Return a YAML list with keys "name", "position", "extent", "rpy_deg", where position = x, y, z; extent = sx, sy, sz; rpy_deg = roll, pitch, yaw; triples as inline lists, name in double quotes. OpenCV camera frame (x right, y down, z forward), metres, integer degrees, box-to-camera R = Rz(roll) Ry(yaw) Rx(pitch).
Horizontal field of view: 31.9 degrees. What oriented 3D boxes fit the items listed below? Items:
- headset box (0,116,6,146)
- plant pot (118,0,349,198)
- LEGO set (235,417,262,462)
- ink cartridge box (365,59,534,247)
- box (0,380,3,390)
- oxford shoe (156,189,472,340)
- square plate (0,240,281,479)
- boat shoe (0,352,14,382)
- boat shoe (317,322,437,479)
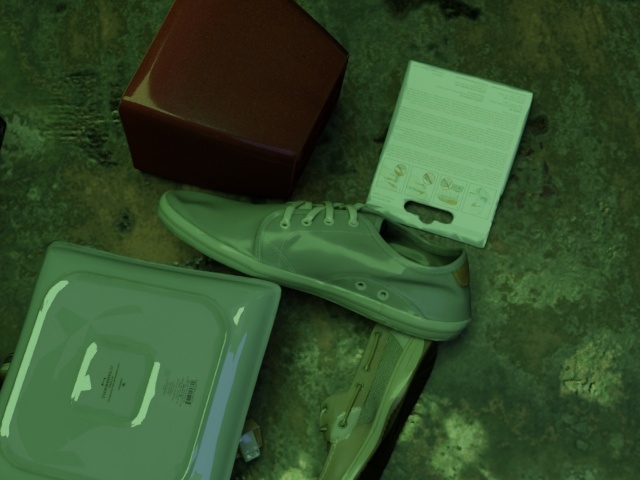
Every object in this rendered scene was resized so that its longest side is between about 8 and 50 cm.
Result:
- name: "headset box"
  position: [-0.564, -0.135, 1.566]
  extent: [0.110, 0.293, 0.218]
  rpy_deg: [5, 72, 9]
- name: "plant pot"
  position: [-0.106, -0.205, 1.567]
  extent: [0.235, 0.267, 0.267]
  rpy_deg: [25, 75, 2]
- name: "LEGO set"
  position: [-0.206, 0.333, 1.480]
  extent: [0.132, 0.107, 0.287]
  rpy_deg: [40, 72, -17]
- name: "ink cartridge box"
  position: [0.184, -0.126, 1.612]
  extent: [0.189, 0.066, 0.232]
  rpy_deg: [17, 95, 12]
- name: "box"
  position: [-0.514, 0.189, 1.463]
  extent: [0.128, 0.257, 0.123]
  rpy_deg: [-40, 72, -7]
- name: "oxford shoe"
  position: [0.000, 0.000, 1.506]
  extent: [0.449, 0.169, 0.130]
  rpy_deg: [19, 110, 7]
- name: "square plate"
  position: [-0.256, 0.182, 1.429]
  extent: [0.344, 0.049, 0.347]
  rpy_deg: [10, 72, 16]
- name: "boat shoe"
  position: [-0.295, 0.168, 1.534]
  extent: [0.285, 0.103, 0.092]
  rpy_deg: [-1, 58, 10]
- name: "boat shoe"
  position: [0.048, 0.240, 1.461]
  extent: [0.098, 0.109, 0.302]
  rpy_deg: [23, 69, 20]
